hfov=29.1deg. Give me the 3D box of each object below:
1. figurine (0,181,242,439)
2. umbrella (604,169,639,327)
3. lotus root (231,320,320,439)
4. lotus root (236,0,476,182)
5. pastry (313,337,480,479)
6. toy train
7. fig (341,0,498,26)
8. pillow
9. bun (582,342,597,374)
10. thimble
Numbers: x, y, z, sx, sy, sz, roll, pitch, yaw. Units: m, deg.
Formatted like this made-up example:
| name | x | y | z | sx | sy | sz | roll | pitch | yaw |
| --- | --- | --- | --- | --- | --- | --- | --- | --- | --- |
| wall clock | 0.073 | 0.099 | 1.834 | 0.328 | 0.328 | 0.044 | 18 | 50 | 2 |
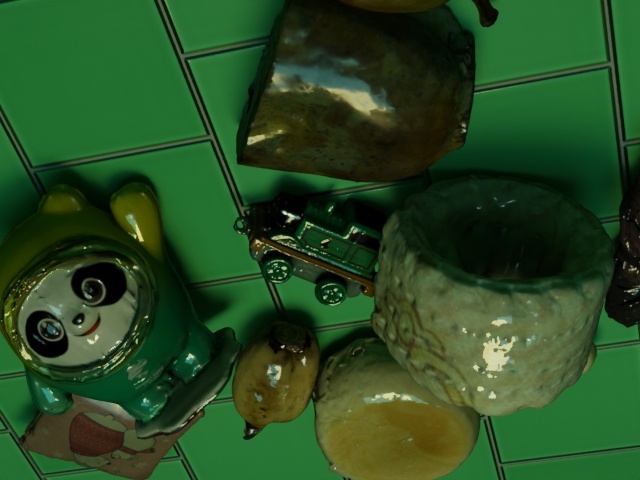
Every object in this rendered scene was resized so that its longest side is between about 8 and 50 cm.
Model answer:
| name | x | y | z | sx | sy | sz | roll | pitch | yaw |
| --- | --- | --- | --- | --- | --- | --- | --- | --- | --- |
| figurine | -0.289 | 0.093 | 1.647 | 0.324 | 0.231 | 0.340 | -42 | 113 | 4 |
| umbrella | 0.421 | -0.005 | 1.586 | 0.090 | 0.094 | 0.326 | 17 | 142 | 16 |
| lotus root | -0.068 | 0.206 | 1.794 | 0.125 | 0.118 | 0.220 | 7 | 133 | -16 |
| lotus root | 0.053 | -0.156 | 1.440 | 0.260 | 0.149 | 0.267 | 15 | 135 | -10 |
| pastry | 0.107 | 0.250 | 1.816 | 0.265 | 0.133 | 0.264 | 0 | 135 | 0 |
| toy train | 0.000 | 0.000 | 1.625 | 0.228 | 0.091 | 0.136 | 24 | 119 | -17 |
| fig | 0.102 | -0.300 | 1.316 | 0.274 | 0.145 | 0.170 | 26 | 128 | -34 |
| pillow | -0.323 | 0.281 | 1.899 | 0.236 | 0.084 | 0.223 | 24 | 129 | -23 |
| bun | 0.355 | 0.155 | 1.776 | 0.086 | 0.054 | 0.086 | 8 | 125 | 11 |
| thimble | 0.208 | 0.058 | 1.539 | 0.292 | 0.291 | 0.195 | 4 | 125 | -2 |
